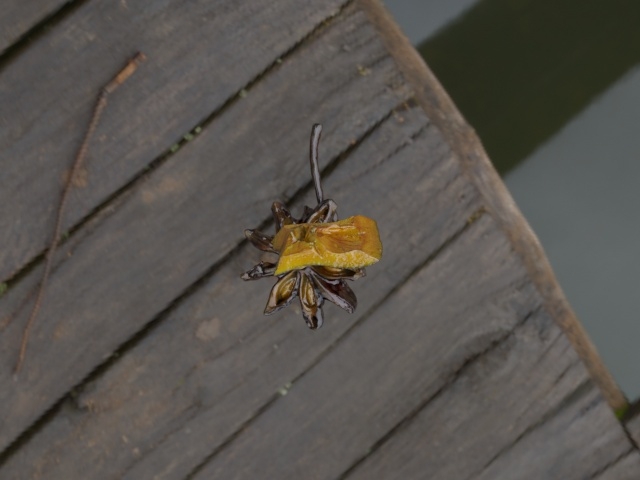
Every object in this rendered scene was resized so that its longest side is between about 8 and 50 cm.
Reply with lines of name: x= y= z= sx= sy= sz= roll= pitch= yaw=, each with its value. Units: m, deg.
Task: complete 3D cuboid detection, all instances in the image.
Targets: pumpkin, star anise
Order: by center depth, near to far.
pumpkin: x=0.002 y=-0.001 z=0.887 sx=0.101 sy=0.073 sz=0.035 roll=-8 pitch=111 yaw=7
star anise: x=0.001 y=-0.002 z=1.279 sx=0.234 sy=0.177 sz=0.073 roll=-57 pitch=165 yaw=17
